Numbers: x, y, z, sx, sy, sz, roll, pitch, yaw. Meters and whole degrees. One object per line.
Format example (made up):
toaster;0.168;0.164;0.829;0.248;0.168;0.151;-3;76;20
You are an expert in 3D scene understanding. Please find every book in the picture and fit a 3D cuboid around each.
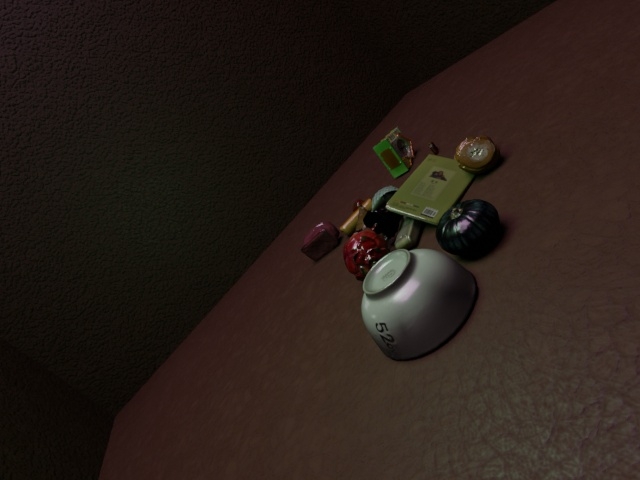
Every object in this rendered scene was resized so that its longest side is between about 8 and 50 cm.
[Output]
book;0.454;-0.210;1.619;0.239;0.035;0.352;24;61;37

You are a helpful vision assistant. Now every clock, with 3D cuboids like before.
clock;0.456;-0.529;2.354;0.106;0.219;0.255;-27;15;46

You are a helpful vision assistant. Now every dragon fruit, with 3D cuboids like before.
dragon fruit;0.183;0.049;1.595;0.193;0.192;0.274;-20;21;9

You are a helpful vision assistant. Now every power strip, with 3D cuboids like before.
power strip;0.390;-0.097;1.675;0.092;0.066;0.387;-38;17;45

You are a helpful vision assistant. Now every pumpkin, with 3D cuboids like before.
pumpkin;0.447;-0.043;1.235;0.202;0.140;0.202;-39;19;16

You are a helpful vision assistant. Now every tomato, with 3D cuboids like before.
tomato;0.228;-0.193;2.329;0.087;0.075;0.087;-55;14;22

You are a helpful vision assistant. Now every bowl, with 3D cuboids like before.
bowl;0.247;0.148;1.169;0.354;0.185;0.354;-41;16;14

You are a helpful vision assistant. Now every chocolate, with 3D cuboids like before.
chocolate;0.277;-0.092;1.687;0.133;0.156;0.156;-44;12;-34

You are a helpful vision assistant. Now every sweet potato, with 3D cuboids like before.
sweet potato;0.226;-0.074;1.927;0.130;0.130;0.422;-42;14;13

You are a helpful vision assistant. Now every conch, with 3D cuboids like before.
conch;0.319;-0.180;1.842;0.200;0.172;0.131;-50;23;27

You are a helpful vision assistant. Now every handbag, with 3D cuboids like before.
handbag;0.000;0.000;2.285;0.225;0.146;0.135;-40;19;26

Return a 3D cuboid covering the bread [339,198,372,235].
bread;0.208;-0.124;2.197;0.239;0.074;0.092;-46;4;-7

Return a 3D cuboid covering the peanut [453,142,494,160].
peanut;0.640;-0.369;1.689;0.089;0.089;0.193;-52;12;-22

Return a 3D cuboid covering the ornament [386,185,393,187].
ornament;0.340;-0.209;2.119;0.180;0.059;0.201;-44;12;8

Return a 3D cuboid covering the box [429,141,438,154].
box;0.607;-0.495;2.157;0.023;0.051;0.082;-36;18;28

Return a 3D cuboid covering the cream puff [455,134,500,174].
cream puff;0.608;-0.332;1.563;0.150;0.165;0.115;-66;-21;10
